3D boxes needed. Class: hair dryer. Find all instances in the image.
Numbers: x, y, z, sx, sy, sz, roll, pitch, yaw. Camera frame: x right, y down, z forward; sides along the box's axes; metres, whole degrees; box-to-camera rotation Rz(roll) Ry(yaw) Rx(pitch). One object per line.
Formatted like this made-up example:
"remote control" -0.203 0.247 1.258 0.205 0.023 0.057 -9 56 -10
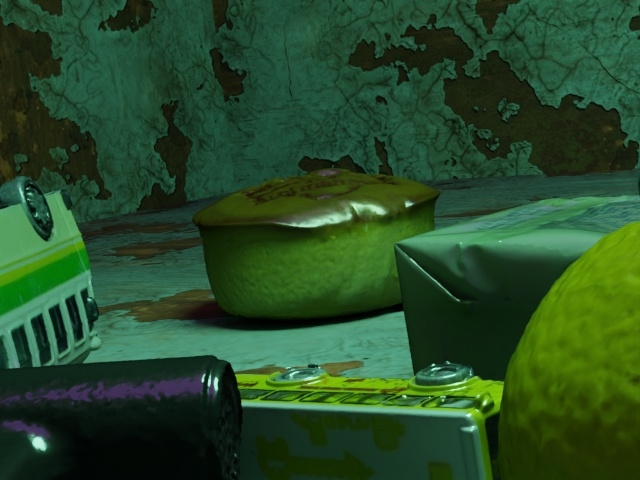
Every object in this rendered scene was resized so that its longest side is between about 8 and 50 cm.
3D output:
"hair dryer" -0.150 0.125 0.614 0.197 0.089 0.251 -4 10 6

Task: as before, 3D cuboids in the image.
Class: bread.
"bread" 0.000 0.000 1.406 0.269 0.148 0.270 -7 7 1

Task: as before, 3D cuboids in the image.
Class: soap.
"soap" 0.181 0.047 0.866 0.182 0.139 0.199 -2 8 42

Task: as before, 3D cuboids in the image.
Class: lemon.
"lemon" 0.163 0.074 0.474 0.186 0.187 0.244 -11 15 -33

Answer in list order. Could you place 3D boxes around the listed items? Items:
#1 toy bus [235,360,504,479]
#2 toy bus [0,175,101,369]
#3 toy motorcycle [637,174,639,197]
"toy bus" 0.015 0.112 0.722 0.226 0.081 0.074 -1 9 39
"toy bus" -0.285 0.058 1.069 0.143 0.179 0.305 -22 5 8
"toy motorcycle" 0.257 -0.068 0.583 0.206 0.154 0.260 -33 6 -22
